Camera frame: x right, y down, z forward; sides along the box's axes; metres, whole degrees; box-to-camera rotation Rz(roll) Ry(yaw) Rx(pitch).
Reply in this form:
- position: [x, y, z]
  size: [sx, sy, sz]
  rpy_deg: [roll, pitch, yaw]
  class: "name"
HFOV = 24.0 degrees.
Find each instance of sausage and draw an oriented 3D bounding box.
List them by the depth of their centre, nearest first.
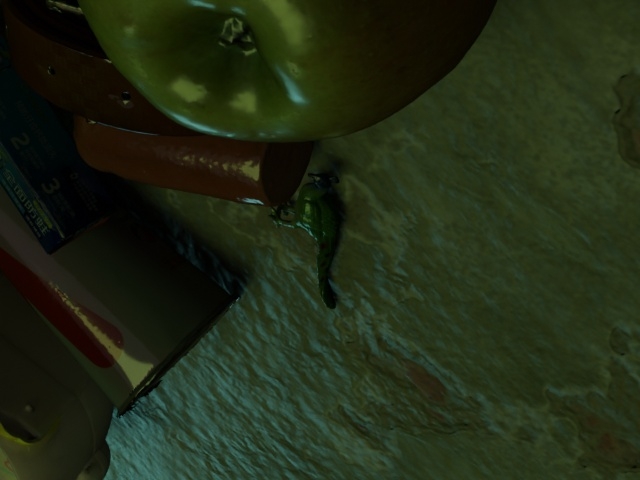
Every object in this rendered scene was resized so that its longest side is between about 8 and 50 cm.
- position: [-0.141, -0.106, 1.531]
  size: [0.259, 0.113, 0.114]
  rpy_deg: [11, 134, 26]
  class: "sausage"

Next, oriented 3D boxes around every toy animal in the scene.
- position: [-0.015, -0.007, 1.595]
  size: [0.075, 0.041, 0.217]
  rpy_deg: [21, 142, 16]
  class: "toy animal"

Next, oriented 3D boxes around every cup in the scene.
- position: [-0.260, 0.035, 1.713]
  size: [0.288, 0.203, 0.203]
  rpy_deg: [45, 140, 1]
  class: "cup"

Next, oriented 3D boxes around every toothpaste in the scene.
- position: [-0.341, -0.141, 1.606]
  size: [0.320, 0.076, 0.066]
  rpy_deg: [56, 148, 2]
  class: "toothpaste"

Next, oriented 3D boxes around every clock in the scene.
- position: [-0.449, 0.221, 1.967]
  size: [0.368, 0.250, 0.377]
  rpy_deg: [40, 134, -5]
  class: "clock"

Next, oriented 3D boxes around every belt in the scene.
- position: [-0.173, -0.194, 1.417]
  size: [0.261, 0.184, 0.105]
  rpy_deg: [14, 137, 11]
  class: "belt"

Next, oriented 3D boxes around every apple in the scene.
- position: [-0.026, -0.234, 1.173]
  size: [0.338, 0.305, 0.338]
  rpy_deg: [19, 135, 19]
  class: "apple"

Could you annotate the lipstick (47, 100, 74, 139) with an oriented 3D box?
- position: [-0.283, -0.161, 1.631]
  size: [0.048, 0.048, 0.158]
  rpy_deg: [24, 138, 15]
  class: "lipstick"
